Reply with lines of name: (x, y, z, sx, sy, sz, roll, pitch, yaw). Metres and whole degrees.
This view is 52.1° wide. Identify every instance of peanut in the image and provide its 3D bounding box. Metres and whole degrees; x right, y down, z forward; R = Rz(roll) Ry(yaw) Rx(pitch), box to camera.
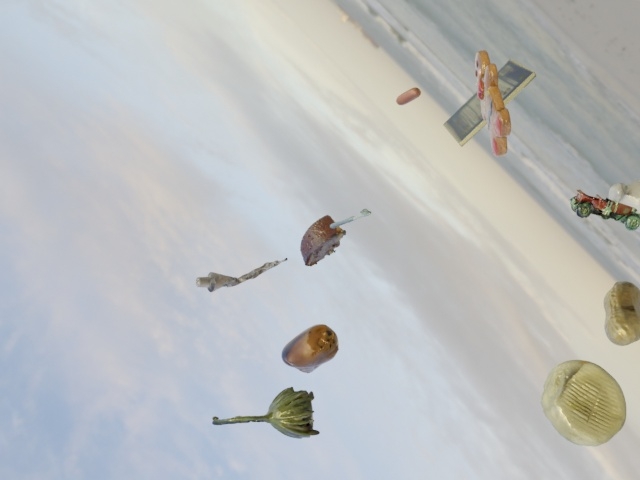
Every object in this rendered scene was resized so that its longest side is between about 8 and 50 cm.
peanut: (0.913, 0.216, 1.951, 0.125, 0.111, 0.275, 29, -139, 3)

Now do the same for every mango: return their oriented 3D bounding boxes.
mango: (-0.038, 0.433, 2.595, 0.201, 0.287, 0.153, -21, -105, -47)

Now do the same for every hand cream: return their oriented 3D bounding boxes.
hand cream: (-0.203, 0.087, 1.677, 0.256, 0.084, 0.050, -13, -94, -42)

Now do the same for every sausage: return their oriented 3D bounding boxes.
sausage: (0.260, -0.425, 1.932, 0.034, 0.083, 0.034, 13, -111, -36)

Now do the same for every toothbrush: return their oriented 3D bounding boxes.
toothbrush: (0.081, -0.059, 1.838, 0.019, 0.016, 0.219, 37, 158, -16)

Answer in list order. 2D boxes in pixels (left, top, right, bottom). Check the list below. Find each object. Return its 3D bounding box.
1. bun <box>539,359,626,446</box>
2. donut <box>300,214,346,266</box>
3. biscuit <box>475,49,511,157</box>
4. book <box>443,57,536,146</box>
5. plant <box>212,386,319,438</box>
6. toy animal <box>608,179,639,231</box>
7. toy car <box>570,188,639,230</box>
bun: (0.705, 0.442, 1.784, 0.229, 0.229, 0.145, 48, 160, 11)
donut: (-0.001, -0.005, 2.489, 0.144, 0.187, 0.126, -18, -121, -22)
biscuit: (0.365, -0.306, 1.421, 0.165, 0.036, 0.250, 71, -169, -63)
book: (0.560, -0.467, 2.203, 0.018, 0.322, 0.228, 39, -162, -21)
plant: (-0.167, 0.636, 2.259, 0.333, 0.251, 0.180, -16, -94, -32)
toy animal: (1.110, -0.133, 2.135, 0.241, 0.196, 0.367, 20, 177, -1)
toy car: (0.608, -0.065, 1.396, 0.143, 0.054, 0.073, 15, -163, 7)
